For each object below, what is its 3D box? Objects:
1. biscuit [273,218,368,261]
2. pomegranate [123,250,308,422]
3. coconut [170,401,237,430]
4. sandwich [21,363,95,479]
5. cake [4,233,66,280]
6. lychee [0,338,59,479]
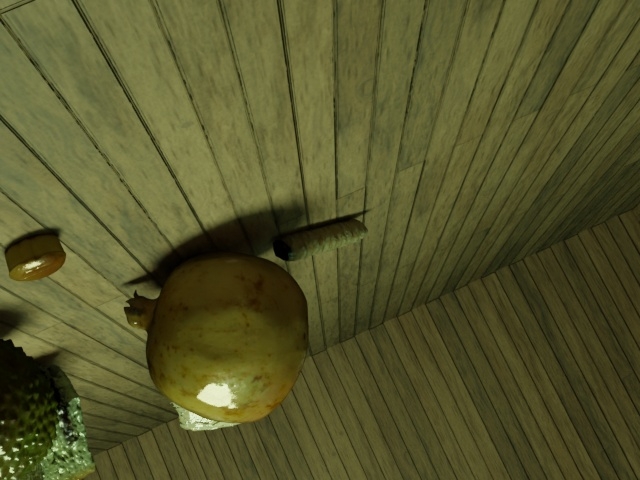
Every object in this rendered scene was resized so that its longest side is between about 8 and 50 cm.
[{"bbox_3d":[0.000,0.000,1.911,0.219,0.061,0.055,-17,120,-39],"label":"biscuit"},{"bbox_3d":[-0.195,0.171,1.729,0.342,0.342,0.342,-24,167,-6],"label":"pomegranate"},{"bbox_3d":[-0.208,0.252,2.023,0.254,0.297,0.297,-12,165,-4],"label":"coconut"},{"bbox_3d":[-0.582,0.405,1.969,0.131,0.262,0.325,-18,164,-32],"label":"sandwich"},{"bbox_3d":[-0.400,0.026,1.322,0.084,0.044,0.084,-23,165,-7],"label":"cake"},{"bbox_3d":[-0.581,0.282,1.525,0.320,0.270,0.270,21,145,-20],"label":"lychee"}]
